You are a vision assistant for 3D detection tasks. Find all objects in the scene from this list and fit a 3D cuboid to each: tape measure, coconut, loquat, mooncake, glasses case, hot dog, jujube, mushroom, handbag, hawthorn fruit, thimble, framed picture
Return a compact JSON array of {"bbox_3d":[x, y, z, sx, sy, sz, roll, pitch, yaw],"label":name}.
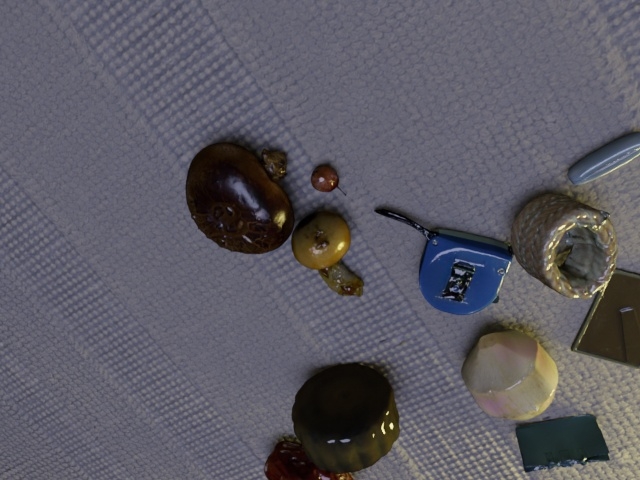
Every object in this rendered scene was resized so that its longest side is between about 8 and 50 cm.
[{"bbox_3d":[0.279,0.056,1.541,0.351,0.098,0.215,15,117,5],"label":"tape measure"},{"bbox_3d":[0.473,0.337,1.591,0.236,0.197,0.237,5,123,8],"label":"coconut"},{"bbox_3d":[0.000,0.000,1.530,0.137,0.163,0.163,37,117,0],"label":"loquat"},{"bbox_3d":[0.071,0.481,1.684,0.290,0.290,0.161,-8,119,14],"label":"mooncake"},{"bbox_3d":[0.627,-0.179,1.370,0.178,0.067,0.045,-31,108,22],"label":"glasses case"},{"bbox_3d":[0.046,0.099,1.619,0.169,0.061,0.078,42,117,-11],"label":"hot dog"},{"bbox_3d":[-0.029,0.724,1.888,0.290,0.197,0.197,28,119,12],"label":"jujube"},{"bbox_3d":[-0.191,-0.098,1.504,0.297,0.163,0.278,44,116,-11],"label":"mushroom"},{"bbox_3d":[0.649,0.551,1.697,0.221,0.144,0.057,-13,115,15],"label":"handbag"},{"bbox_3d":[0.025,-0.138,1.502,0.103,0.067,0.067,28,118,-16],"label":"hawthorn fruit"},{"bbox_3d":[0.547,0.015,1.410,0.196,0.148,0.229,-20,114,-6],"label":"thimble"},{"bbox_3d":[0.762,0.198,1.565,0.189,0.023,0.260,13,118,3],"label":"framed picture"}]
